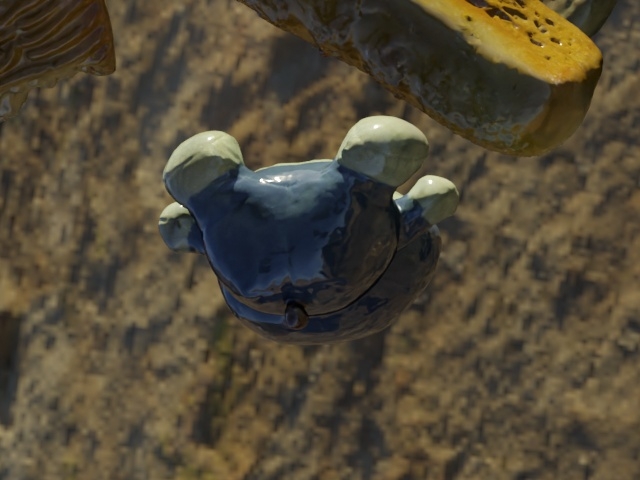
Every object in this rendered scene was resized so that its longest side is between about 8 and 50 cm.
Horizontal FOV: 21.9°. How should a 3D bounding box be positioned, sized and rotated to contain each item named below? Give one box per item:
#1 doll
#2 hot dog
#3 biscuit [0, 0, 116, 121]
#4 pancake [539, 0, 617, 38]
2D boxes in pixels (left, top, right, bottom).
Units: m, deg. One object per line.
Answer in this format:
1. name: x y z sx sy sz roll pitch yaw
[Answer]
1. doll: 0.000 0.000 1.276 0.258 0.228 0.154 32 -129 -77
2. hot dog: -0.019 -0.122 0.644 0.286 0.088 0.061 36 129 12
3. biscuit: -0.245 -0.150 0.997 0.031 0.228 0.176 -65 -36 -72
4. pancake: 0.141 -0.230 1.344 0.242 0.050 0.242 -18 60 34
